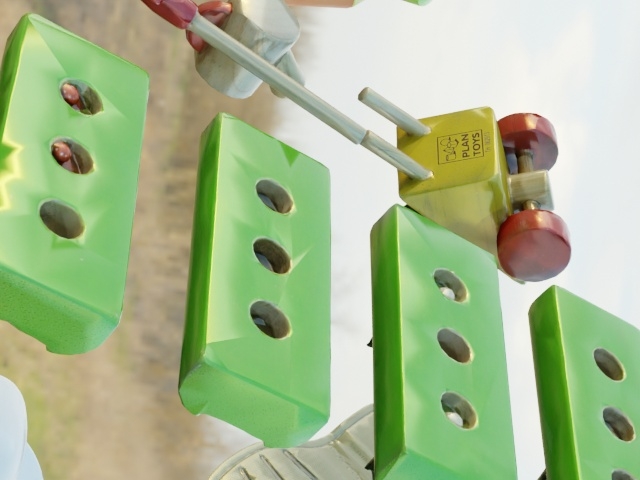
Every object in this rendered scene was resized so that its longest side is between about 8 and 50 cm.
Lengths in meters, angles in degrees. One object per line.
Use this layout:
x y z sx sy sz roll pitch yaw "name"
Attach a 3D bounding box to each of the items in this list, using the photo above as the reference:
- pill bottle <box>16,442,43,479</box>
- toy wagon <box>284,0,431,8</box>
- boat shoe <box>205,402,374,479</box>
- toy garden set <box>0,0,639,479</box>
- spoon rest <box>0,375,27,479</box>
-0.261 0.143 1.022 0.208 0.119 0.119 0 -100 44 "pill bottle"
-0.017 -0.231 1.133 0.344 0.267 0.068 -43 149 -60 "toy wagon"
-0.015 0.240 1.615 0.302 0.113 0.103 -13 145 -51 "boat shoe"
0.000 0.000 0.581 0.049 0.244 0.204 -47 -152 34 "toy garden set"
-0.219 0.156 0.849 0.084 0.137 0.276 49 -46 29 "spoon rest"
